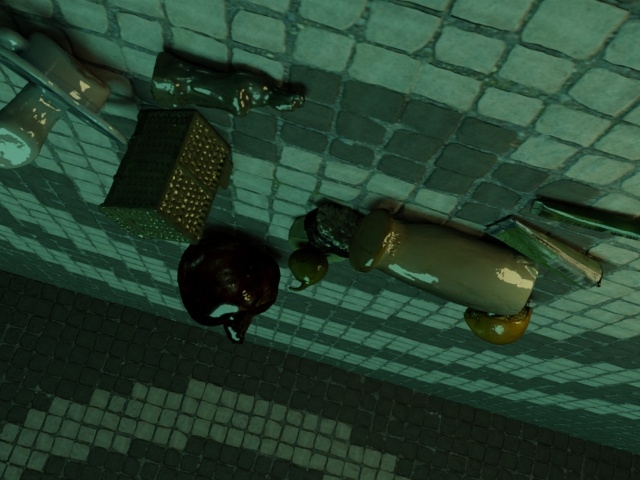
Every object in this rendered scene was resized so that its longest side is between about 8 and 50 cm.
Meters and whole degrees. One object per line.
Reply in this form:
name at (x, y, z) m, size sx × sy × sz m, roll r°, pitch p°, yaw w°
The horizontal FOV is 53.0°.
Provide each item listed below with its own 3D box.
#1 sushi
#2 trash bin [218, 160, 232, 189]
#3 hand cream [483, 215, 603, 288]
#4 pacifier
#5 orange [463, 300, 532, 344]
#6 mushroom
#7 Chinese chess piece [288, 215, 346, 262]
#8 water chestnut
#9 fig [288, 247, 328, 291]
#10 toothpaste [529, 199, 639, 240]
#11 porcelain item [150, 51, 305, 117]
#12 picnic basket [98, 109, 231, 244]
sushi at (0.044, -0.016, 1.290) m, size 0.151 × 0.090 × 0.078 m, roll 26°, pitch 155°, yaw -21°
trash bin at (-0.220, -0.130, 1.226) m, size 0.092 × 0.060 × 0.043 m, roll 4°, pitch 158°, yaw 25°
hand cream at (0.417, 0.021, 1.167) m, size 0.235 × 0.055 × 0.086 m, roll 28°, pitch 157°, yaw -10°
pacifier at (-0.445, -0.200, 0.994) m, size 0.228 × 0.207 × 0.279 m, roll 24°, pitch 169°, yaw 39°
orange at (0.416, 0.186, 1.492) m, size 0.160 × 0.112 × 0.170 m, roll -14°, pitch 167°, yaw 28°
mushroom at (0.256, 0.049, 1.242) m, size 0.408 × 0.137 × 0.154 m, roll 17°, pitch 172°, yaw -19°
Chinese chess piece at (0.000, 0.000, 1.413) m, size 0.144 × 0.058 × 0.144 m, roll 15°, pitch 160°, yaw 5°
water chestnut at (-0.246, 0.120, 1.667) m, size 0.289 × 0.244 × 0.289 m, roll 15°, pitch 158°, yaw 6°
fig at (-0.027, 0.065, 1.381) m, size 0.084 × 0.098 × 0.082 m, roll 13°, pitch 164°, yaw -26°
toothpaste at (0.438, -0.031, 1.017) m, size 0.204 × 0.031 × 0.049 m, roll 15°, pitch 161°, yaw 12°
porcelain item at (-0.128, -0.213, 0.924) m, size 0.216 × 0.069 × 0.081 m, roll 10°, pitch 156°, yaw 3°
picnic basket at (-0.274, -0.110, 1.113) m, size 0.154 × 0.196 × 0.134 m, roll 7°, pitch 160°, yaw 26°
